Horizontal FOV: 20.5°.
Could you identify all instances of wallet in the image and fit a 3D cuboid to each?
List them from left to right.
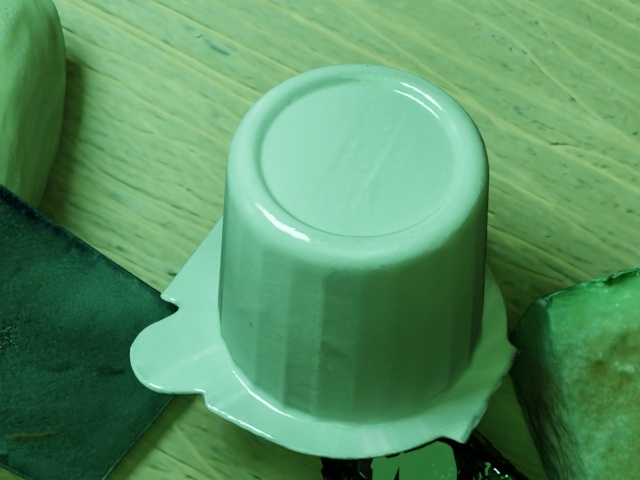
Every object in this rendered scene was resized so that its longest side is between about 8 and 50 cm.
[{"bbox_3d":[-0.243,0.061,1.299,0.191,0.379,0.046,-50,48,1],"label":"wallet"}]

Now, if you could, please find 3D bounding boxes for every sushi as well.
[{"bbox_3d":[0.096,0.206,1.370,0.124,0.127,0.225,-45,88,0],"label":"sushi"}]

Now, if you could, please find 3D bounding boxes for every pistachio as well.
[{"bbox_3d":[-0.308,-0.067,1.362,0.226,0.208,0.332,21,85,-40],"label":"pistachio"}]

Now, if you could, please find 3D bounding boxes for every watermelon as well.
[{"bbox_3d":[0.284,0.127,1.366,0.264,0.151,0.302,-7,106,0],"label":"watermelon"}]

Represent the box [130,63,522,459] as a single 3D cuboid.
[{"bbox_3d":[0.000,0.000,1.279,0.291,0.206,0.262,-9,53,-9],"label":"box"}]
